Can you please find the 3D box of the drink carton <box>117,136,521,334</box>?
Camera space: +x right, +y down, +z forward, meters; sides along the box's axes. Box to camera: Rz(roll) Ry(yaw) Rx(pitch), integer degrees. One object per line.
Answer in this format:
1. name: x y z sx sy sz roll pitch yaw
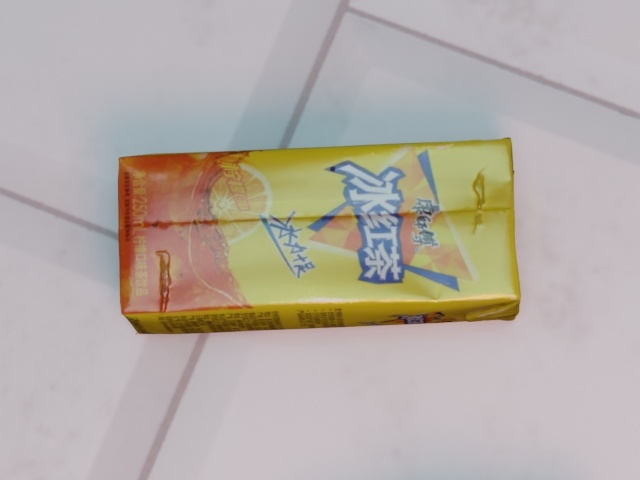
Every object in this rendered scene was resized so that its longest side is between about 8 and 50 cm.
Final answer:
1. drink carton: 0.000 0.000 1.540 0.351 0.111 0.154 -3 79 2
